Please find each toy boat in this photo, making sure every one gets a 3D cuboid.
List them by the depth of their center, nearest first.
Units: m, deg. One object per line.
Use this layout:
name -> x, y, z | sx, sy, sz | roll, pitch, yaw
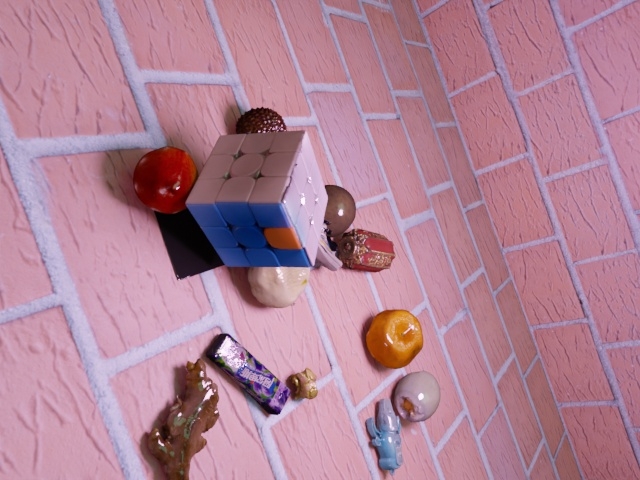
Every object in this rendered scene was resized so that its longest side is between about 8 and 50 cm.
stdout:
toy boat -> -0.002, 0.008, 1.722 | 0.270, 0.140, 0.141 | 68, 29, -50

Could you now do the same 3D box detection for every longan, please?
longan -> 0.040, -0.112, 1.843 | 0.196, 0.196, 0.220 | 39, 52, -33

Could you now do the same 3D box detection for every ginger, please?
ginger -> -0.352, 0.481, 1.250 | 0.166, 0.080, 0.333 | 29, 61, -21

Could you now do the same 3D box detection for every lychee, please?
lychee -> -0.203, -0.380, 1.686 | 0.188, 0.188, 0.188 | 21, 60, -42

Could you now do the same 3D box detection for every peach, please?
peach -> -0.426, -0.163, 1.321 | 0.197, 0.197, 0.198 | 21, 60, -42

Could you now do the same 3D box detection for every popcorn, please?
popcorn -> -0.051, 0.478, 1.580 | 0.089, 0.109, 0.097 | -6, 39, -20

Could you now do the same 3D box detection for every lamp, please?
lamp -> 0.191, 0.046, 1.977 | 0.273, 0.177, 0.177 | 12, 67, -48

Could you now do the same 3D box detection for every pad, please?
pad -> -0.402, -0.045, 1.454 | 0.202, 0.005, 0.300 | -21, 91, -51

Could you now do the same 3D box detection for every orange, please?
orange -> 0.296, 0.406, 1.939 | 0.248, 0.183, 0.249 | 11, 66, -26

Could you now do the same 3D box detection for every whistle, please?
whistle -> 0.261, 0.752, 1.832 | 0.186, 0.093, 0.274 | 19, 58, -43

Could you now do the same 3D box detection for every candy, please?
candy -> -0.213, 0.406, 1.445 | 0.312, 0.061, 0.088 | 50, 46, -23

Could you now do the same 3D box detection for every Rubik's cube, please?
Rubik's cube -> -0.164, -0.115, 1.390 | 0.291, 0.291, 0.291 | 68, 27, -47

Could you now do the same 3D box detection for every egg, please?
egg -> 0.408, 0.635, 1.969 | 0.217, 0.183, 0.183 | -27, 96, -43

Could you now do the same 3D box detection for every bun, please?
bun -> -0.150, 0.094, 1.571 | 0.259, 0.159, 0.260 | 10, 78, -62
